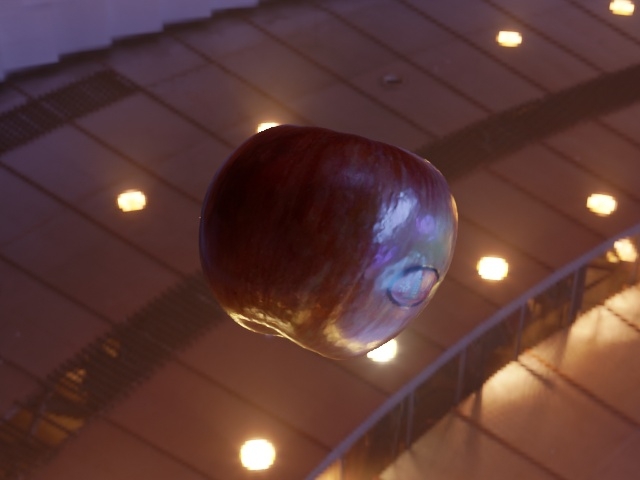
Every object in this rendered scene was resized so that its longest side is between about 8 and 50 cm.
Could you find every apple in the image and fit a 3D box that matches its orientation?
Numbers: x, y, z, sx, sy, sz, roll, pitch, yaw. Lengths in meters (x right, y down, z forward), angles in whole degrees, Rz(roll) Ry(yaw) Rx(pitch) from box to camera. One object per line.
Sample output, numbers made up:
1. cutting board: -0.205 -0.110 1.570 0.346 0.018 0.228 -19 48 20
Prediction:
1. apple: 0.000 0.000 0.668 0.146 0.131 0.146 20 -178 -1
